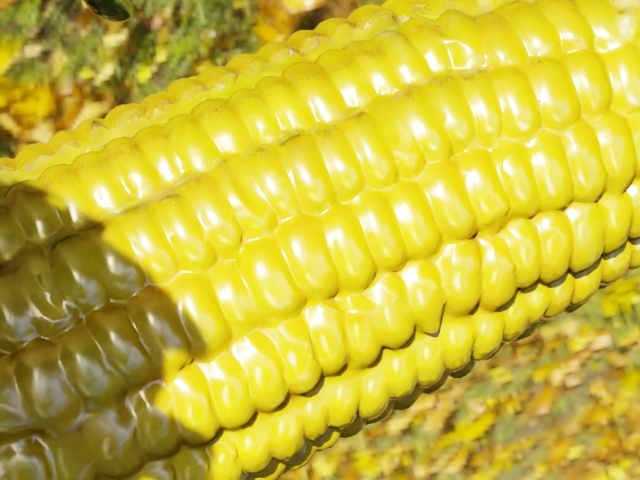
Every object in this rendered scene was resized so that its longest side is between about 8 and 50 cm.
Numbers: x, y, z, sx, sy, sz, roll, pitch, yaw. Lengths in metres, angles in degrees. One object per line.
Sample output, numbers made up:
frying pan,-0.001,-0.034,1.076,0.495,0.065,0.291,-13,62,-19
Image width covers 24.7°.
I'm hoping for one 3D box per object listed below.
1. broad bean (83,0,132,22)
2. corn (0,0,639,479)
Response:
broad bean,-0.212,-0.240,1.328,0.069,0.039,0.227,27,178,1
corn,0.000,0.000,0.430,0.363,0.120,0.120,-23,152,-13
